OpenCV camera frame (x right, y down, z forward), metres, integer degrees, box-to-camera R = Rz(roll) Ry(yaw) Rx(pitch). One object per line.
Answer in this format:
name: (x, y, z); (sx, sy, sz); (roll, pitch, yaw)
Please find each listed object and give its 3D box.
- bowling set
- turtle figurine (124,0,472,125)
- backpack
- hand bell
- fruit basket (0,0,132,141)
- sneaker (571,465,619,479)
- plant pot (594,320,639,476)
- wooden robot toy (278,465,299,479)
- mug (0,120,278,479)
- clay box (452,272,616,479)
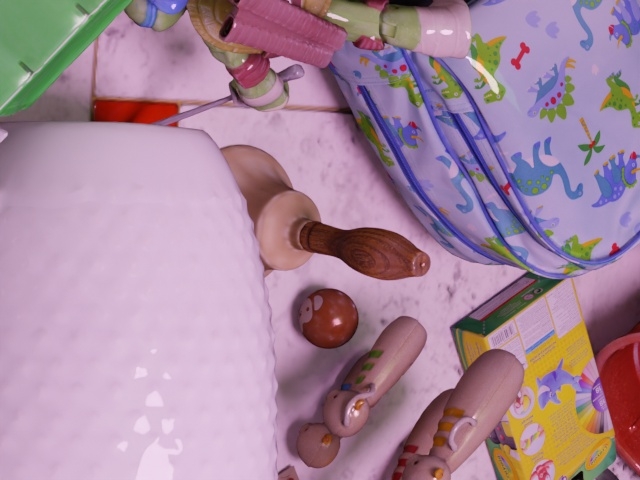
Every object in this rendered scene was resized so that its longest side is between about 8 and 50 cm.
bowling set: (0.035, 0.156, 1.579); (0.200, 0.287, 0.154); (35, 62, 7)
turtle figurine: (-0.031, -0.206, 1.370); (0.266, 0.274, 0.198); (-5, 80, -14)
backpack: (0.167, -0.132, 1.576); (0.290, 0.273, 0.355); (-41, 132, -32)
hand bell: (0.000, 0.000, 1.450); (0.126, 0.242, 0.126); (-9, 105, -36)
fruit basket: (-0.253, -0.265, 1.158); (0.353, 0.165, 0.327); (45, 98, 3)
sneaker: (0.284, 0.288, 1.858); (0.170, 0.051, 0.089); (44, 71, -30)
plant pot: (0.458, 0.114, 1.841); (0.265, 0.272, 0.272); (-46, 124, -32)
wooden robot toy: (-0.048, 0.279, 1.572); (0.076, 0.079, 0.173); (48, 69, -34)
mug: (-0.197, 0.080, 1.277); (0.374, 0.276, 0.328); (2, 89, -51)
clay box: (0.215, 0.153, 1.772); (0.127, 0.053, 0.222); (-32, 118, -30)
